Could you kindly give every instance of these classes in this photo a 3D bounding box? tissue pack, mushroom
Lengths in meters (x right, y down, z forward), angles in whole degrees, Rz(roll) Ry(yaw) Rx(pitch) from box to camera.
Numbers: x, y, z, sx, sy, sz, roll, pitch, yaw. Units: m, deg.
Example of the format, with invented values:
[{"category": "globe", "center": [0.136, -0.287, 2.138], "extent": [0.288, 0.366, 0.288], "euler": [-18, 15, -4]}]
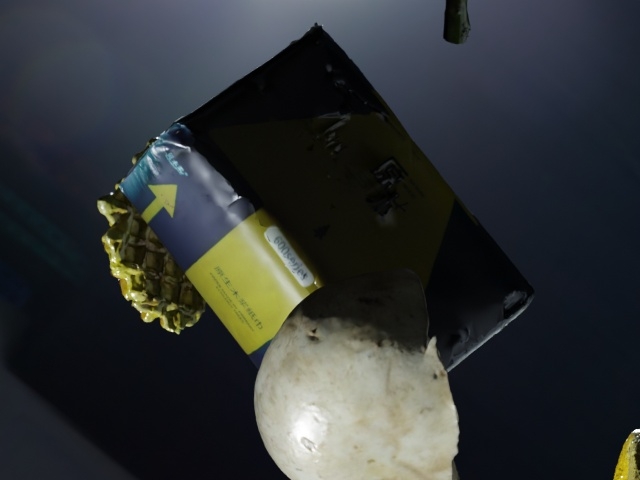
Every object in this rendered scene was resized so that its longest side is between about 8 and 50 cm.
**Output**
[{"category": "tissue pack", "center": [0.000, 0.000, 2.030], "extent": [0.264, 0.416, 0.253], "euler": [-36, -3, -29]}, {"category": "mushroom", "center": [0.030, 0.142, 1.679], "extent": [0.195, 0.189, 0.254], "euler": [-103, 6, -54]}]

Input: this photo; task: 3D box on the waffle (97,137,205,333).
[{"category": "waffle", "center": [-0.193, -0.015, 2.328], "extent": [0.059, 0.243, 0.238], "euler": [-2, 27, 41]}]

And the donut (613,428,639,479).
[{"category": "donut", "center": [0.321, 0.269, 1.749], "extent": [0.162, 0.065, 0.178], "euler": [78, -154, -72]}]

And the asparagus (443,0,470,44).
[{"category": "asparagus", "center": [0.155, -0.307, 2.018], "extent": [0.036, 0.030, 0.165], "euler": [-117, 23, -66]}]
